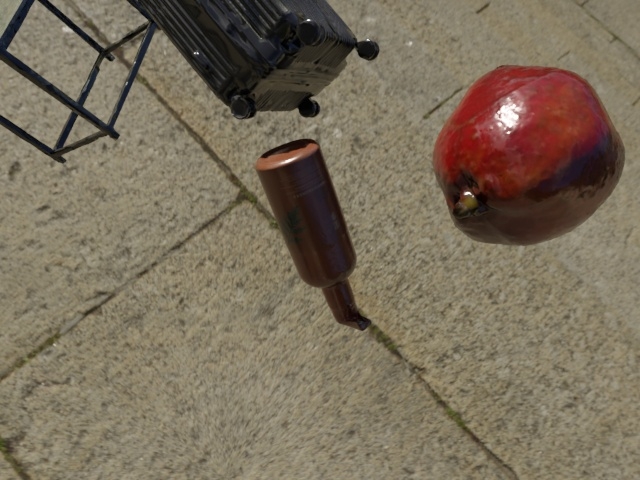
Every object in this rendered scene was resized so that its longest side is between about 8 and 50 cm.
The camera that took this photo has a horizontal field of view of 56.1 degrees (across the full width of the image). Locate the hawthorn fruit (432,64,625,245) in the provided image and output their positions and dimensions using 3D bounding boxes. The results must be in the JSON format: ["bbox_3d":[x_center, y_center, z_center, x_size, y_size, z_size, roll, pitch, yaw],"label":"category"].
[{"bbox_3d":[0.293,-0.111,0.891,0.265,0.265,0.307,43,51,9],"label":"hawthorn fruit"}]

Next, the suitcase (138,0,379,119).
[{"bbox_3d":[-0.109,-0.323,0.774,0.152,0.229,0.335,-41,84,24],"label":"suitcase"}]

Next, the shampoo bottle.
[{"bbox_3d":[-0.001,-0.001,0.739,0.085,0.085,0.244,-30,114,-18],"label":"shampoo bottle"}]

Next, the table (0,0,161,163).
[{"bbox_3d":[-0.539,-0.388,1.257,0.272,0.222,0.335,39,51,-41],"label":"table"}]
